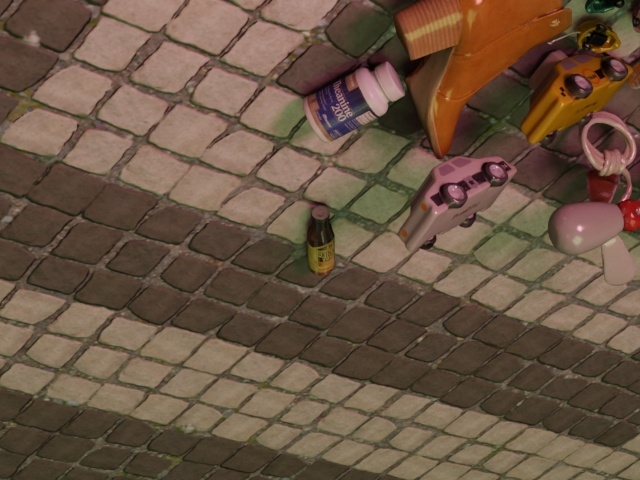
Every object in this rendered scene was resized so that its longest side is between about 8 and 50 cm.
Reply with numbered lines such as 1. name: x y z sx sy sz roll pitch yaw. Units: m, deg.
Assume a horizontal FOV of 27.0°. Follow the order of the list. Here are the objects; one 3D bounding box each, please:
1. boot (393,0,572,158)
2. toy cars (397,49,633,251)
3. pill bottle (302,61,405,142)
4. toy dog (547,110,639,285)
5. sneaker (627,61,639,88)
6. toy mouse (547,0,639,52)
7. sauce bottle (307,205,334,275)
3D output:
1. boot: 0.212 -0.226 1.664 0.211 0.104 0.295 -21 148 -1
2. toy cars: 0.240 -0.132 1.732 0.394 0.087 0.176 -41 164 -5
3. pill bottle: 0.043 -0.178 1.696 0.120 0.067 0.067 -27 141 16
4. toy dog: 0.463 -0.043 1.928 0.334 0.220 0.161 12 168 -19
5. sneaker: 0.445 -0.232 1.773 0.037 0.032 0.083 2 136 -51
6. toy mouse: 0.383 -0.296 1.679 0.161 0.031 0.143 6 139 -24
7. sauce bottle: 0.000 0.000 1.930 0.042 0.042 0.128 -10 144 -5
